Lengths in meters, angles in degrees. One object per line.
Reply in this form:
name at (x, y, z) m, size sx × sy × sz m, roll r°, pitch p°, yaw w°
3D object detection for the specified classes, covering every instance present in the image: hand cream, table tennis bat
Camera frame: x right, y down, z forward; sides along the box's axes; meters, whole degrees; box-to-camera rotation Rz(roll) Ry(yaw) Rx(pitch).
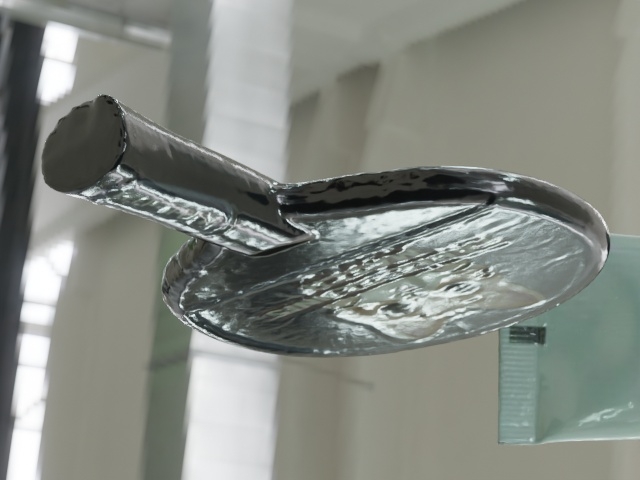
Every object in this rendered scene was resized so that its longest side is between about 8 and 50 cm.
hand cream at (0.241, 0.052, 0.941) m, size 0.067 × 0.321 × 0.109 m, roll 174°, pitch -82°, yaw -71°
table tennis bat at (0.000, 0.000, 0.595) m, size 0.150 × 0.236 × 0.027 m, roll -20°, pitch -114°, yaw 30°
